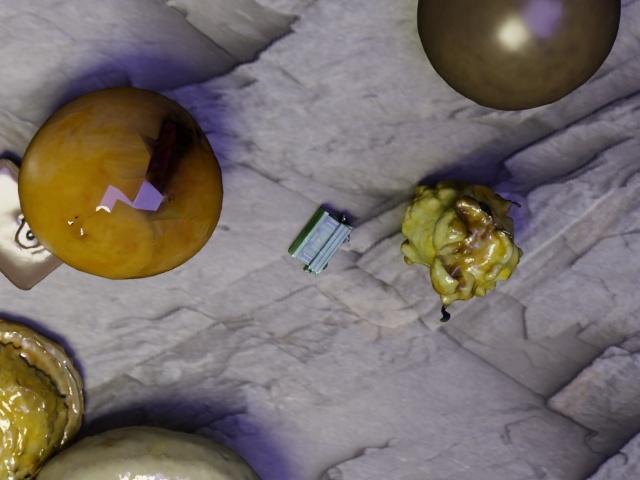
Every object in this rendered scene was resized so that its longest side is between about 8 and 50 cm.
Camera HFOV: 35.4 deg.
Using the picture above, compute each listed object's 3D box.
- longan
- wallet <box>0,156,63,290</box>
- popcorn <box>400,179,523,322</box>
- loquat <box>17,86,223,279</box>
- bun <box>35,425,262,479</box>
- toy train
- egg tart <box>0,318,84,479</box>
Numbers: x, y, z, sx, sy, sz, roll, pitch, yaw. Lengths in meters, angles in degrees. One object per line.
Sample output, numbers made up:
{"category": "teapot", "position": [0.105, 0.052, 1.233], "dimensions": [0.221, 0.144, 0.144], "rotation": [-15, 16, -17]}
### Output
{"category": "longan", "position": [0.240, -0.289, 1.227], "dimensions": [0.258, 0.258, 0.258], "rotation": [-4, 107, -14]}
{"category": "wallet", "position": [-0.376, -0.020, 1.243], "dimensions": [0.118, 0.039, 0.152], "rotation": [-40, 111, 1]}
{"category": "popcorn", "position": [0.194, 0.007, 1.328], "dimensions": [0.168, 0.195, 0.173], "rotation": [39, 100, -21]}
{"category": "loquat", "position": [-0.230, -0.066, 1.169], "dimensions": [0.235, 0.235, 0.235], "rotation": [-4, 107, -14]}
{"category": "bun", "position": [-0.226, 0.408, 1.319], "dimensions": [0.365, 0.219, 0.365], "rotation": [-2, 98, -12]}
{"category": "toy train", "position": [0.000, 0.000, 1.357], "dimensions": [0.056, 0.038, 0.093], "rotation": [36, 95, -16]}
{"category": "egg tart", "position": [-0.443, 0.232, 1.264], "dimensions": [0.291, 0.107, 0.290], "rotation": [-4, 107, -15]}
